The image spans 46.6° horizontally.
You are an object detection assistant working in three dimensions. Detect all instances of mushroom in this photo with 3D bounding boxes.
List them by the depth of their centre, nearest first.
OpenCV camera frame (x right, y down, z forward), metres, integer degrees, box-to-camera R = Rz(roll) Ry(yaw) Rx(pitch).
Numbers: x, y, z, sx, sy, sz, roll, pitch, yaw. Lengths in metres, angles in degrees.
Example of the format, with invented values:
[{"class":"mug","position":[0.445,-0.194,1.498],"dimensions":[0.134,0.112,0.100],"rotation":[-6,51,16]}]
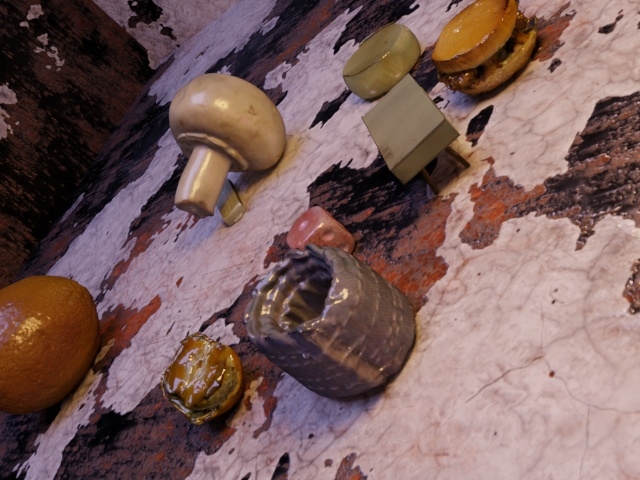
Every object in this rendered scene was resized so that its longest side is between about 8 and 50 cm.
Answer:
[{"class":"mushroom","position":[-0.245,-0.221,1.816],"dimensions":[0.314,0.314,0.336],"rotation":[-2,68,56]}]

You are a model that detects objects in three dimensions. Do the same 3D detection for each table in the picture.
[{"class":"table","position":[0.171,-0.178,1.295],"dimensions":[0.121,0.111,0.240],"rotation":[-42,27,15]}]

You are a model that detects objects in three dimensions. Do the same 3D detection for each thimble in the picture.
[{"class":"thimble","position":[0.008,0.117,1.091],"dimensions":[0.205,0.172,0.236],"rotation":[-52,28,1]}]

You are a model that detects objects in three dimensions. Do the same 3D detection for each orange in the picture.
[{"class":"orange","position":[-0.197,0.244,1.300],"dimensions":[0.160,0.112,0.170],"rotation":[-24,58,22]},{"class":"orange","position":[-0.721,0.253,1.869],"dimensions":[0.322,0.322,0.357],"rotation":[-9,37,52]}]

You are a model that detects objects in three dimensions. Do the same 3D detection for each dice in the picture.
[{"class":"dice","position":[0.000,0.000,1.341],"dimensions":[0.093,0.091,0.094],"rotation":[-46,26,6]}]

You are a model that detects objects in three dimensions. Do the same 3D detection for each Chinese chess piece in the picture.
[{"class":"Chinese chess piece","position":[0.138,-0.404,1.684],"dimensions":[0.188,0.083,0.188],"rotation":[-36,26,21]}]

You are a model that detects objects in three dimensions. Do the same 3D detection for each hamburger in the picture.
[{"class":"hamburger","position":[0.288,-0.340,1.327],"dimensions":[0.191,0.118,0.182],"rotation":[-53,23,-17]}]

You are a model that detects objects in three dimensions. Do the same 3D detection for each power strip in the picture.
[{"class":"power strip","position":[-0.237,-0.105,1.909],"dimensions":[0.060,0.027,0.252],"rotation":[-46,27,5]}]
